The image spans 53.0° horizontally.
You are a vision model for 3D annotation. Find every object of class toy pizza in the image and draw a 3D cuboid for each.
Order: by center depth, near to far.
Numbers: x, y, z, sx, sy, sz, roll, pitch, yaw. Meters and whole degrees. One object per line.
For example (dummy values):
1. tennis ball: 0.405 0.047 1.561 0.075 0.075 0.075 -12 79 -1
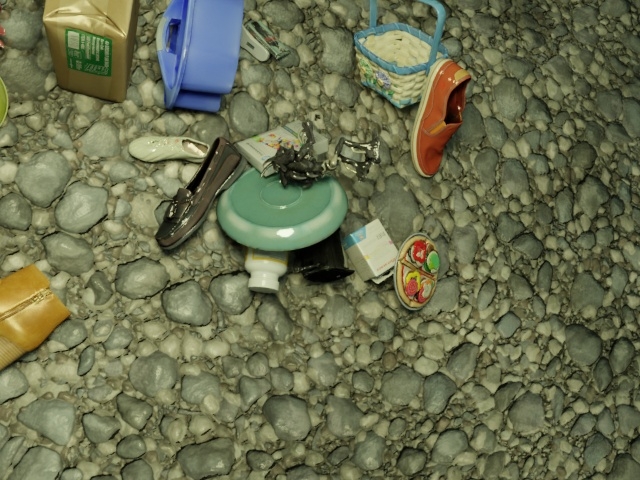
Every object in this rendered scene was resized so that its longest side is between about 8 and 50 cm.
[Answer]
1. toy pizza: 0.256 0.080 1.650 0.201 0.032 0.201 -5 97 -48

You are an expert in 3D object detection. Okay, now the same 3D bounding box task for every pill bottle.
1. pill bottle: -0.128 0.030 1.551 0.103 0.103 0.184 10 74 -16

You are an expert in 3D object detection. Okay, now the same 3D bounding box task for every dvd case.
1. dvd case: -0.139 -0.537 1.713 0.119 0.013 0.087 47 30 -3

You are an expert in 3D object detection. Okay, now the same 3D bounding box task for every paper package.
1. paper package: -0.502 -0.521 1.449 0.168 0.325 0.309 6 76 -16

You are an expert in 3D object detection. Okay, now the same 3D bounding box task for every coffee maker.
1. coffee maker: 0.000 0.000 1.566 0.120 0.171 0.178 -15 72 10

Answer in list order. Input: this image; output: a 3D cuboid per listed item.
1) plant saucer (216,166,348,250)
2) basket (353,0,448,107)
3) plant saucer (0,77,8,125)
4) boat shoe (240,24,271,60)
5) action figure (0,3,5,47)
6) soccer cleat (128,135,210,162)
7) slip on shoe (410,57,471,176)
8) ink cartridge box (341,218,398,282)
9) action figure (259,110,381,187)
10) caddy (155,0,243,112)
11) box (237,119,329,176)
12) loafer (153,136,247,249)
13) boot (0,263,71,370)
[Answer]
1. plant saucer: -0.092 -0.099 1.529 0.318 0.043 0.317 -2 44 2
2. basket: 0.214 -0.511 1.677 0.201 0.288 0.255 -22 46 -28
3. plant saucer: -0.831 -0.308 1.439 0.241 0.037 0.240 5 74 -18
4. boat shoe: -0.188 -0.532 1.709 0.142 0.049 0.040 44 34 -2
5. action figure: -0.849 -0.594 1.463 0.370 0.248 0.275 51 22 -15
6. soccer cleat: -0.362 -0.225 1.552 0.196 0.076 0.068 2 76 -18
7. slip on shoe: 0.317 -0.307 1.688 0.101 0.331 0.123 34 42 31
8. ink cartridge box: 0.133 0.034 1.643 0.092 0.090 0.143 -29 88 -22
9. action figure: -0.008 -0.202 1.496 0.276 0.164 0.140 -3 58 -14
10. caddy: -0.306 -0.474 1.549 0.179 0.241 0.341 10 73 -23
11. box: -0.095 -0.236 1.619 0.186 0.038 0.145 -25 41 -21
12. loafer: -0.299 -0.117 1.513 0.302 0.109 0.095 -53 129 -20
13. boot: -0.697 0.115 1.352 0.295 0.104 0.211 46 62 -8
